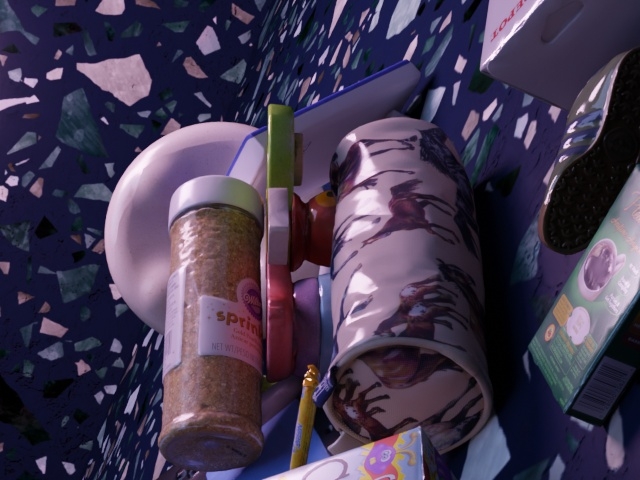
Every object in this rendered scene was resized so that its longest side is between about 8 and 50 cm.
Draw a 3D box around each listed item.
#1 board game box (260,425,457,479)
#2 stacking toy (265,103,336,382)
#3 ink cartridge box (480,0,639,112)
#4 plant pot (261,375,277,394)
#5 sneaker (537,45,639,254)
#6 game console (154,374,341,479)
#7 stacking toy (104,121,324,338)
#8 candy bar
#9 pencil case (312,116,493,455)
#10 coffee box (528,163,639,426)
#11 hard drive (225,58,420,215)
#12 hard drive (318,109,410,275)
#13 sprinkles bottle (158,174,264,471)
[{"bbox_3d":[-0.009,0.287,1.001,0.275,0.144,0.142,-22,33,19],"label":"board game box"},{"bbox_3d":[0.000,0.000,1.442,0.309,0.130,0.279,-93,5,-46],"label":"stacking toy"},{"bbox_3d":[0.267,-0.296,1.195,0.201,0.117,0.278,-50,22,50],"label":"ink cartridge box"},{"bbox_3d":[-0.088,0.247,1.759,0.083,0.083,0.079,-122,44,-73],"label":"plant pot"},{"bbox_3d":[0.244,-0.080,1.075,0.086,0.064,0.192,-121,55,-82],"label":"sneaker"},{"bbox_3d":[-0.101,0.316,1.338,0.342,0.060,0.386,-35,20,-1],"label":"game console"},{"bbox_3d":[-0.147,0.012,2.046,0.480,0.350,0.351,67,-135,-83],"label":"stacking toy"},{"bbox_3d":[-0.017,0.198,1.223,0.040,0.018,0.161,-78,-3,-64],"label":"candy bar"},{"bbox_3d":[0.079,0.038,1.274,0.183,0.160,0.410,-32,31,24],"label":"pencil case"},{"bbox_3d":[0.235,0.042,0.949,0.184,0.040,0.113,-63,15,17],"label":"coffee box"},{"bbox_3d":[-0.011,-0.128,1.698,0.318,0.040,0.210,-30,-18,-39],"label":"hard drive"},{"bbox_3d":[0.056,-0.013,1.686,0.203,0.040,0.307,-54,19,42],"label":"hard drive"},{"bbox_3d":[-0.126,0.092,1.442,0.121,0.121,0.355,128,149,-46],"label":"sprinkles bottle"}]
